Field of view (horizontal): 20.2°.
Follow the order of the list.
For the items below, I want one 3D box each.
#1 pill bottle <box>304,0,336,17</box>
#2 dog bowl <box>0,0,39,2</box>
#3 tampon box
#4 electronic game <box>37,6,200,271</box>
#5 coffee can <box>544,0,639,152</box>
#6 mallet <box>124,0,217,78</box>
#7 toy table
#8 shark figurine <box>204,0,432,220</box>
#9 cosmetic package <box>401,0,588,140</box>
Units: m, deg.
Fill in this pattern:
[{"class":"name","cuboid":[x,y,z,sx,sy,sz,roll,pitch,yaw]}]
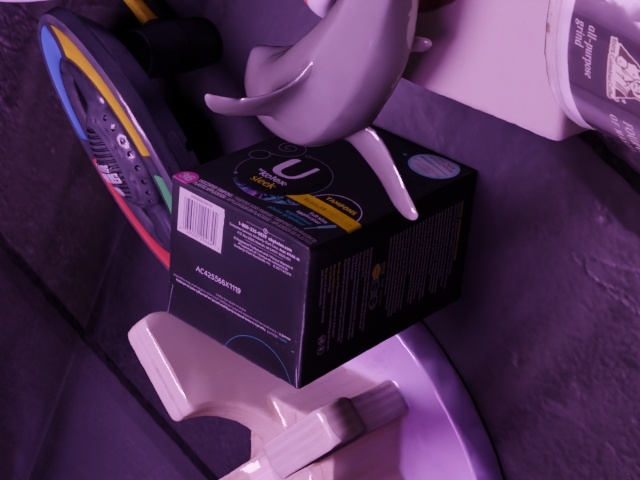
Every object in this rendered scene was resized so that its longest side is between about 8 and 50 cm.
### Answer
[{"class":"pill bottle","cuboid":[-0.012,-0.252,1.067,0.221,0.124,0.124,57,138,10]},{"class":"dog bowl","cuboid":[-0.245,-0.275,1.193,0.265,0.265,0.104,-19,51,48]},{"class":"tampon box","cuboid":[0.000,0.000,1.145,0.120,0.161,0.101,27,126,33]},{"class":"electronic game","cuboid":[-0.137,-0.063,1.280,0.229,0.048,0.229,52,164,21]},{"class":"coffee can","cuboid":[0.270,-0.084,0.803,0.275,0.201,0.201,33,129,32]},{"class":"mallet","cuboid":[-0.139,-0.190,1.298,0.189,0.062,0.039,58,139,30]},{"class":"toy table","cuboid":[-0.006,0.146,1.224,0.274,0.161,0.252,52,136,16]},{"class":"shark figurine","cuboid":[-0.006,-0.109,0.922,0.278,0.116,0.166,111,141,-54]},{"class":"cosmetic package","cuboid":[0.133,-0.221,0.915,0.129,0.153,0.296,26,124,38]}]
